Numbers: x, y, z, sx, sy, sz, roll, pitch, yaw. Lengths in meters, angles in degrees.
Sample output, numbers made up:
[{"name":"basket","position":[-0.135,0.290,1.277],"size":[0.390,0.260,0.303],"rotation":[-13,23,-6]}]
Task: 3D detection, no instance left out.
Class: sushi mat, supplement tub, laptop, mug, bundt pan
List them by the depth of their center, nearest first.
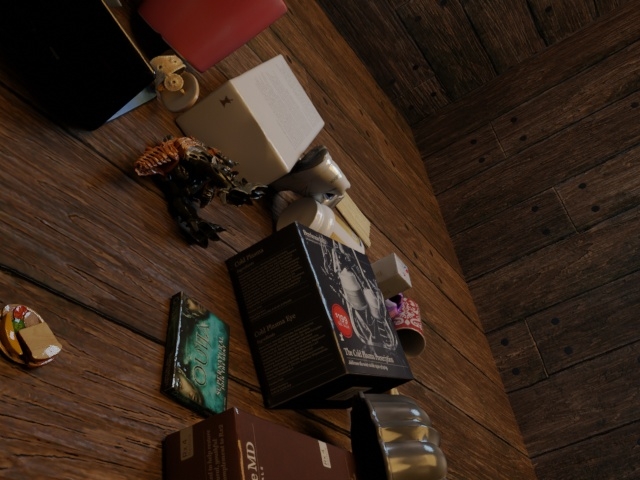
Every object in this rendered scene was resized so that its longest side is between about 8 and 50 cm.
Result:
[{"name":"laptop","position":[-0.388,-0.410,1.052],"size":[0.236,0.408,0.382],"rotation":[-45,109,-34]},{"name":"bundt pan","position":[0.147,0.432,1.155],"size":[0.331,0.124,0.330],"rotation":[174,-90,-81]},{"name":"supplement tub","position":[0.000,0.000,1.560],"size":[0.200,0.144,0.144],"rotation":[44,27,-38]},{"name":"mug","position":[0.237,0.264,1.871],"size":[0.113,0.150,0.169],"rotation":[25,29,-8]},{"name":"sushi mat","position":[0.078,-0.122,2.088],"size":[0.316,0.019,0.151],"rotation":[51,22,-27]}]

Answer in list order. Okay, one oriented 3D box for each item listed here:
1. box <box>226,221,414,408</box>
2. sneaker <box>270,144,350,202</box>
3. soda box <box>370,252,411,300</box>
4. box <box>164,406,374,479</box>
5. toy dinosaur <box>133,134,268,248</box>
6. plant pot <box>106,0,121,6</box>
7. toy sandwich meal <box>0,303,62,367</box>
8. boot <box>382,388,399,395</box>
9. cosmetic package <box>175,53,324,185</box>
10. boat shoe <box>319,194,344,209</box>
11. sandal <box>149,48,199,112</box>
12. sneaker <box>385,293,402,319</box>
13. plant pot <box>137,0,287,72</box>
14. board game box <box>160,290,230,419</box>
[{"name":"box","position":[0.008,0.168,1.320],"size":[0.343,0.179,0.312],"rotation":[25,40,-59]},{"name":"sneaker","position":[-0.034,-0.141,1.558],"size":[0.129,0.111,0.297],"rotation":[46,-15,-18]},{"name":"soda box","position":[0.111,0.118,1.572],"size":[0.069,0.216,0.074],"rotation":[44,26,-38]},{"name":"box","position":[-0.051,0.398,0.948],"size":[0.381,0.143,0.191],"rotation":[36,32,-46]},{"name":"toy dinosaur","position":[-0.244,-0.115,1.196],"size":[0.218,0.164,0.322],"rotation":[51,37,11]},{"name":"plant pot","position":[-0.462,-0.536,1.197],"size":[0.236,0.032,0.236],"rotation":[52,-3,4]},{"name":"toy sandwich meal","position":[-0.347,0.111,0.758],"size":[0.085,0.029,0.085],"rotation":[49,24,-31]},{"name":"boot","position":[0.181,0.414,1.536],"size":[0.203,0.095,0.261],"rotation":[26,42,-57]},{"name":"cosmetic package","position":[-0.148,-0.288,1.552],"size":[0.230,0.162,0.453],"rotation":[57,21,-13]},{"name":"boat shoe","position":[-0.008,-0.120,1.750],"size":[0.095,0.112,0.335],"rotation":[44,10,2]},{"name":"sandal","position":[-0.320,-0.344,1.304],"size":[0.079,0.088,0.240],"rotation":[41,13,-41]},{"name":"sneaker","position":[0.193,0.167,1.872],"size":[0.095,0.105,0.236],"rotation":[52,21,-21]},{"name":"plant pot","position":[-0.254,-0.529,1.421],"size":[0.275,0.243,0.275],"rotation":[45,7,-7]},{"name":"board game box","position":[-0.196,0.186,1.027],"size":[0.126,0.026,0.186],"rotation":[45,26,-39]}]
